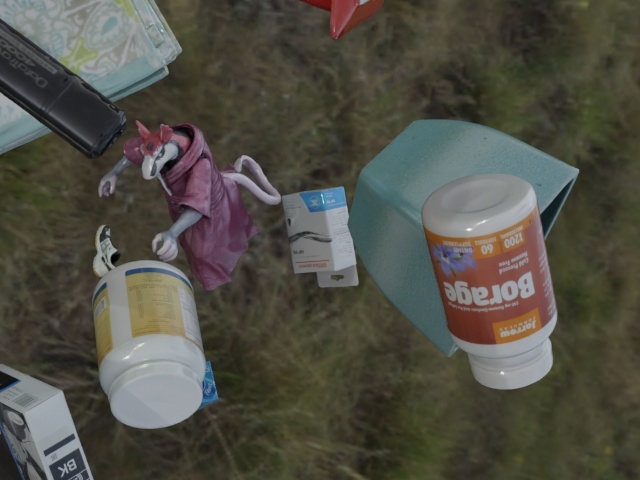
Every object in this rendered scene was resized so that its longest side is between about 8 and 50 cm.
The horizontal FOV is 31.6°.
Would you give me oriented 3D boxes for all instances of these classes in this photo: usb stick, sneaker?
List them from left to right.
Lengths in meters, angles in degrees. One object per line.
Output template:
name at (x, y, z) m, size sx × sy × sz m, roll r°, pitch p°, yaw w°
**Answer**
usb stick at (-0.345, -0.196, 1.283) m, size 0.077 × 0.278 × 0.045 m, roll -57°, pitch -173°, yaw -34°
sneaker at (-0.303, 0.015, 1.621) m, size 0.032 × 0.037 × 0.083 m, roll 71°, pitch 15°, yaw -60°

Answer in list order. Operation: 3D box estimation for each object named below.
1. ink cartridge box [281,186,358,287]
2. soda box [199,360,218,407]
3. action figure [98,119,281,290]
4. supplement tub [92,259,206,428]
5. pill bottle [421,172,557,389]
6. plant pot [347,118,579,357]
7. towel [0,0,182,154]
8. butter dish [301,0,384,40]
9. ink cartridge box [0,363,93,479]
ink cartridge box at (0.000, 0.000, 2.013) m, size 0.060 × 0.104 × 0.180 m, roll -14°, pitch 96°, yaw -46°
soda box at (-0.251, 0.270, 1.980) m, size 0.067 × 0.210 × 0.071 m, roll -8°, pitch 77°, yaw -29°
action figure at (-0.192, -0.084, 1.819) m, size 0.276 × 0.248 × 0.370 m, roll -35°, pitch 149°, yaw -12°
supplement tub at (-0.235, 0.142, 1.553) m, size 0.144 × 0.144 × 0.199 m, roll 63°, pitch 8°, yaw -47°
pill bottle at (0.187, 0.047, 1.208) m, size 0.121 × 0.121 × 0.216 m, roll -45°, pitch 128°, yaw -44°
plant pot at (0.185, -0.033, 1.676) m, size 0.248 × 0.252 × 0.247 m, roll -44°, pitch 161°, yaw -30°
towel at (-0.421, -0.305, 1.554) m, size 0.320 × 0.374 × 0.090 m, roll 64°, pitch -3°, yaw -6°
butter dish at (-0.001, -0.266, 0.956) m, size 0.160 × 0.118 × 0.160 m, roll -50°, pitch 150°, yaw -62°
ink cartridge box at (-0.346, 0.329, 1.457) m, size 0.065 × 0.165 × 0.332 m, roll -31°, pitch 116°, yaw -36°
